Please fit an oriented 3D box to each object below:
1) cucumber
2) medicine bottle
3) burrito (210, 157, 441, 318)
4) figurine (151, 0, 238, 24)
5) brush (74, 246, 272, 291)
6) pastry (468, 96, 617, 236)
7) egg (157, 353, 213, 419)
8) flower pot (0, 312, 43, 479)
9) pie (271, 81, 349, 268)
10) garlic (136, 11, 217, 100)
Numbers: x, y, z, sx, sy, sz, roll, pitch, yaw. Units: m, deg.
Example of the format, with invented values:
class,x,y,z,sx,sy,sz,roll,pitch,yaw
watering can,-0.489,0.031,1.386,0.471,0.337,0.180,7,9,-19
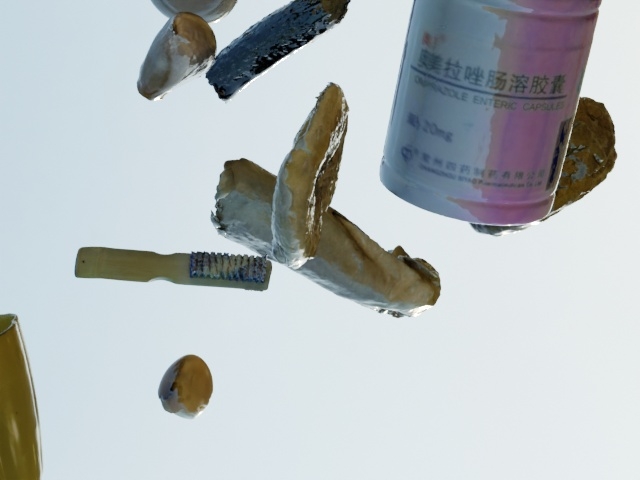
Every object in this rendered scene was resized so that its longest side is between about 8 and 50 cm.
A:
class,x,y,z,sx,sy,sz,roll,pitch,yaw
cucumber,-0.058,-0.238,2.251,0.067,0.245,0.067,21,-125,-33
medicine bottle,0.144,-0.156,1.553,0.152,0.152,0.254,-73,-6,-68
burrito,-0.006,0.000,2.333,0.347,0.107,0.175,27,169,-21
figurine,-0.145,-0.328,2.043,0.141,0.166,0.250,-91,-10,-63
brush,-0.132,0.023,1.708,0.030,0.178,0.033,109,164,-72
pastry,0.281,-0.099,2.481,0.132,0.240,0.235,56,165,-23
egg,-0.173,0.190,2.473,0.071,0.083,0.071,23,180,0
flower pot,-0.380,0.192,1.999,0.195,0.195,0.179,-48,-60,-73
pie,-0.011,-0.081,2.080,0.185,0.052,0.218,91,-164,-52
garlic,-0.144,-0.199,1.999,0.066,0.152,0.084,33,-126,-6
